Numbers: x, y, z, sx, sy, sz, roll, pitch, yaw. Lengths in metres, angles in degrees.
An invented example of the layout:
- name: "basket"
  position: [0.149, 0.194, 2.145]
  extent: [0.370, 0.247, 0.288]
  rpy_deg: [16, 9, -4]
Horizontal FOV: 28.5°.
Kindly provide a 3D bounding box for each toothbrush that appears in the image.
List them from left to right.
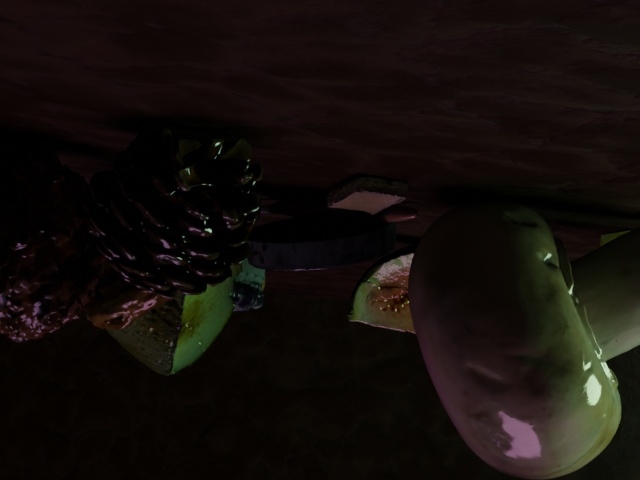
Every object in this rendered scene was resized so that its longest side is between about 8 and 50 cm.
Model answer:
- name: "toothbrush"
  position: [-0.021, -0.044, 1.787]
  extent: [0.375, 0.028, 0.037]
  rpy_deg: [4, 165, 36]

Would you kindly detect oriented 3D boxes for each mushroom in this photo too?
- name: "mushroom"
  position: [0.266, 0.114, 1.584]
  extent: [0.353, 0.353, 0.325]
  rpy_deg: [9, 146, -9]

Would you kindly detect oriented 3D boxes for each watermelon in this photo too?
- name: "watermelon"
  position: [0.205, 0.062, 2.080]
  extent: [0.304, 0.159, 0.128]
  rpy_deg: [8, 144, 1]

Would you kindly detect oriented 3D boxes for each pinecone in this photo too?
- name: "pinecone"
  position: [-0.158, -0.036, 1.368]
  extent: [0.184, 0.179, 0.204]
  rpy_deg: [-1, 150, -21]

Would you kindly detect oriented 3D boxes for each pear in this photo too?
- name: "pear"
  position: [-0.288, 0.062, 2.207]
  extent: [0.292, 0.292, 0.159]
  rpy_deg: [4, -155, 29]

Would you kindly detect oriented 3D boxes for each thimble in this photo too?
- name: "thimble"
  position: [-0.220, 0.055, 2.400]
  extent: [0.237, 0.150, 0.237]
  rpy_deg: [5, 173, 1]

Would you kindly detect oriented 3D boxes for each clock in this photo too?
- name: "clock"
  position: [0.000, 0.000, 1.756]
  extent: [0.215, 0.042, 0.215]
  rpy_deg: [-6, -169, 1]

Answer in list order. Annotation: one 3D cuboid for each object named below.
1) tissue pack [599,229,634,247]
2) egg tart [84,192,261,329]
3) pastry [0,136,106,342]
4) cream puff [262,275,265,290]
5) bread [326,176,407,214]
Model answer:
- name: "tissue pack"
  position: [0.477, 0.031, 1.715]
  extent: [0.176, 0.062, 0.095]
  rpy_deg: [10, 174, -14]
- name: "egg tart"
  position: [-0.217, 0.002, 1.715]
  extent: [0.294, 0.123, 0.294]
  rpy_deg: [-32, -169, 7]
- name: "pastry"
  position: [-0.390, 0.001, 1.560]
  extent: [0.275, 0.274, 0.193]
  rpy_deg: [8, -170, -3]
- name: "cream puff"
  position: [-0.171, 0.069, 2.640]
  extent: [0.133, 0.119, 0.104]
  rpy_deg: [17, -159, 27]
- name: "bread"
  position: [0.057, -0.057, 1.575]
  extent: [0.068, 0.028, 0.154]
  rpy_deg: [9, 173, -12]
